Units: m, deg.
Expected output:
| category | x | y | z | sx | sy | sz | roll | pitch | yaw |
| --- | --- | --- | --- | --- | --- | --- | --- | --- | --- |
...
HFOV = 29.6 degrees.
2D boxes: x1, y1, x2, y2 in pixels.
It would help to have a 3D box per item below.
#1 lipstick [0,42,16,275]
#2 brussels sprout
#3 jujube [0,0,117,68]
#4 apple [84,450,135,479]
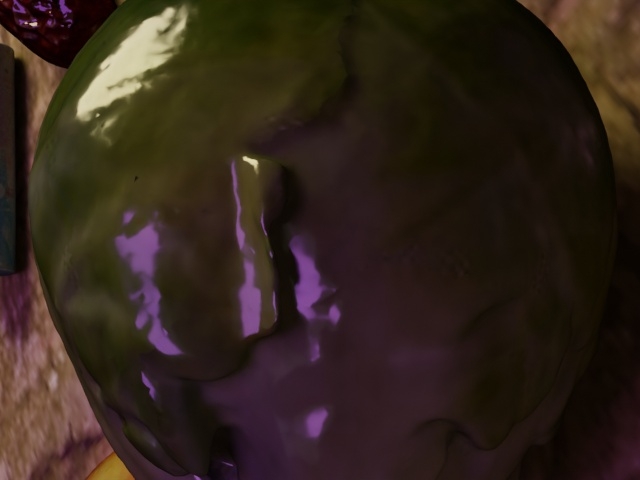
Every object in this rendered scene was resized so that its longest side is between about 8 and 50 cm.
| category | x | y | z | sx | sy | sz | roll | pitch | yaw |
| --- | --- | --- | --- | --- | --- | --- | --- | --- | --- |
| lipstick | -0.233 | -0.056 | 0.832 | 0.048 | 0.048 | 0.158 | -10 | 78 | 45 |
| brussels sprout | 0.000 | 0.000 | 0.468 | 0.244 | 0.244 | 0.244 | -6 | 82 | 45 |
| jujube | -0.173 | -0.158 | 0.769 | 0.129 | 0.077 | 0.077 | 46 | 118 | 26 |
| apple | -0.040 | 0.159 | 0.557 | 0.163 | 0.139 | 0.163 | -6 | 79 | 32 |
